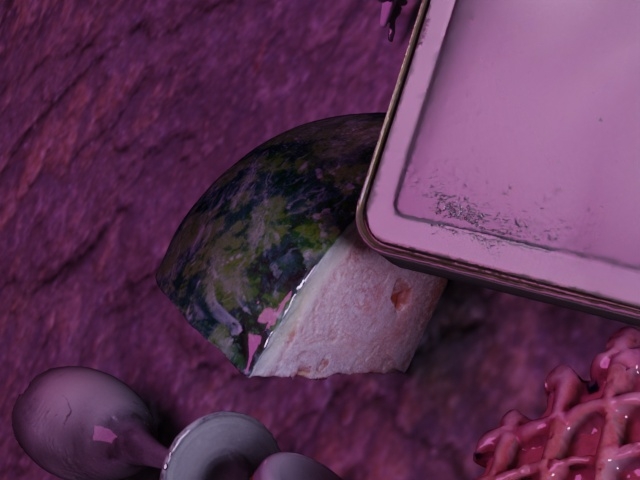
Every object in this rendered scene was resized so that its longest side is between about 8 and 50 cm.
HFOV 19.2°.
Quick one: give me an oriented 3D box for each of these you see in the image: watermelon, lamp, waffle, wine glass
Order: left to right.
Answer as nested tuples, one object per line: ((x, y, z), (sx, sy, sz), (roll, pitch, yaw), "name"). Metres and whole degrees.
((-0.183, 0.230, 1.438), (0.309, 0.096, 0.264), (7, 67, 59), "wine glass")
((0.000, 0.000, 1.273), (0.260, 0.256, 0.176), (35, 146, 51), "watermelon")
((0.151, 0.149, 0.974), (0.221, 0.055, 0.234), (-45, 34, -1), "waffle")
((0.168, -0.092, 1.048), (0.266, 0.047, 0.269), (15, 85, 34), "lamp")

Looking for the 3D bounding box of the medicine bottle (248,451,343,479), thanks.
((-0.036, 0.212, 1.261), (0.130, 0.080, 0.080), (-55, 33, 22), "medicine bottle")

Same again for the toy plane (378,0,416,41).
((0.095, -0.184, 1.259), (0.273, 0.107, 0.182), (43, 122, 53), "toy plane")
